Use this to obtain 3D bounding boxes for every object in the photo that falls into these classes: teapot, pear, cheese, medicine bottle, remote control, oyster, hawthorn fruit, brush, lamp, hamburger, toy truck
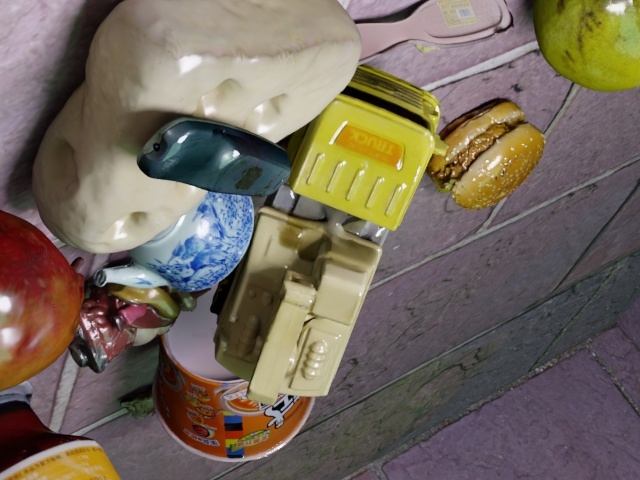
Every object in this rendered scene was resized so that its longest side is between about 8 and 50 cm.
[{"bbox_3d":[-0.170,-0.033,1.675,0.232,0.159,0.159,-57,159,3],"label":"teapot"},{"bbox_3d":[0.385,-0.301,1.887,0.212,0.212,0.269,-36,159,1],"label":"pear"},{"bbox_3d":[-0.120,-0.134,1.522,0.328,0.129,0.351,-19,154,-39],"label":"cheese"},{"bbox_3d":[-0.373,0.289,1.695,0.242,0.395,0.242,-32,157,-16],"label":"medicine bottle"},{"bbox_3d":[-0.100,-0.080,1.430,0.072,0.042,0.222,-46,156,19],"label":"remote control"},{"bbox_3d":[-0.272,0.256,2.350,0.086,0.029,0.132,-44,158,4],"label":"oyster"},{"bbox_3d":[-0.339,0.052,1.474,0.248,0.208,0.208,-13,151,-39],"label":"hawthorn fruit"},{"bbox_3d":[0.112,-0.250,1.761,0.313,0.072,0.067,-20,169,-37],"label":"brush"},{"bbox_3d":[-0.224,0.069,1.863,0.253,0.118,0.118,-34,163,-30],"label":"lamp"},{"bbox_3d":[0.261,-0.125,2.233,0.182,0.118,0.191,-35,166,6],"label":"hamburger"},{"bbox_3d":[0.000,0.000,1.716,0.254,0.181,0.405,-91,-157,-69],"label":"toy truck"}]

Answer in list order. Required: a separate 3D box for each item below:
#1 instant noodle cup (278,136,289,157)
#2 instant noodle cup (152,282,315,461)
[{"bbox_3d":[0.013,-0.086,1.906,0.127,0.127,0.136,-44,168,23],"label":"instant noodle cup"},{"bbox_3d":[-0.128,0.169,2.097,0.250,0.250,0.192,-29,151,-19],"label":"instant noodle cup"}]
